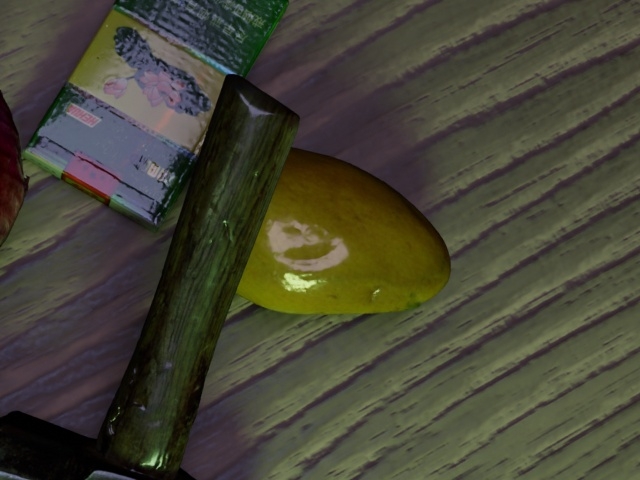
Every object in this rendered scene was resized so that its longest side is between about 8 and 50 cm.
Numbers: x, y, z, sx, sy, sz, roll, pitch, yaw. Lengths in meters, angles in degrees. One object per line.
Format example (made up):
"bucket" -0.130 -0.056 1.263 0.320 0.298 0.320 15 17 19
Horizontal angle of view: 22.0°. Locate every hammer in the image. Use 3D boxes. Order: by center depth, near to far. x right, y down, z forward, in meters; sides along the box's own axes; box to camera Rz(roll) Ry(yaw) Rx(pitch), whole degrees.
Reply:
"hammer" -0.105 0.074 1.283 0.242 0.095 0.408 20 95 -4

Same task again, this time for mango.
"mango" 0.000 0.000 1.368 0.227 0.109 0.147 20 52 -7

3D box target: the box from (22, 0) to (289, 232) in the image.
"box" -0.138 -0.138 1.403 0.132 0.034 0.235 29 75 -5

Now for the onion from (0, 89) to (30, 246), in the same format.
"onion" -0.353 -0.056 1.265 0.246 0.190 0.246 -1 67 2
